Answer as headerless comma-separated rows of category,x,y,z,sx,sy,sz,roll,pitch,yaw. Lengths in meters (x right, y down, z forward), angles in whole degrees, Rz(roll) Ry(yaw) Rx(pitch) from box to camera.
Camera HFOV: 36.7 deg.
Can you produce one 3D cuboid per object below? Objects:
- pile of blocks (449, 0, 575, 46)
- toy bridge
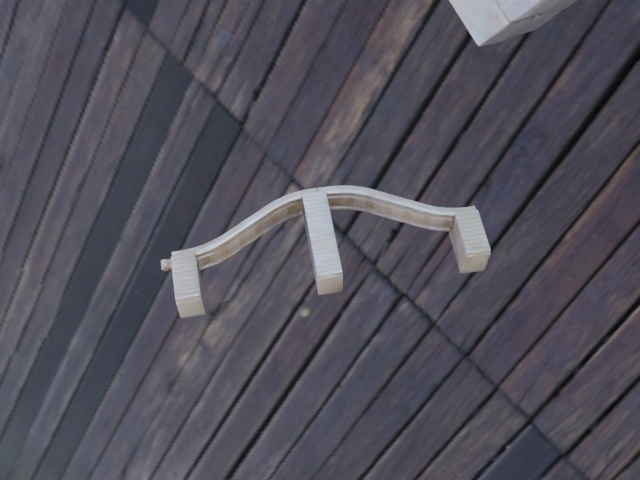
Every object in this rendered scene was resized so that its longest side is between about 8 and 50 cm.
pile of blocks,0.203,-0.237,0.514,0.112,0.362,0.149,58,164,3
toy bridge,0.000,0.000,0.567,0.026,0.188,0.063,89,172,-59
